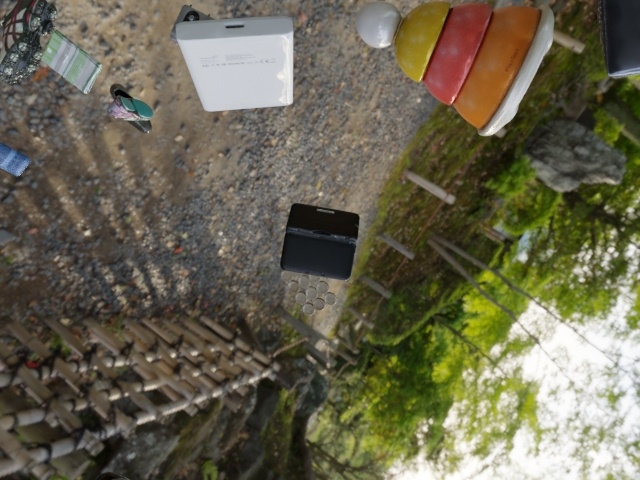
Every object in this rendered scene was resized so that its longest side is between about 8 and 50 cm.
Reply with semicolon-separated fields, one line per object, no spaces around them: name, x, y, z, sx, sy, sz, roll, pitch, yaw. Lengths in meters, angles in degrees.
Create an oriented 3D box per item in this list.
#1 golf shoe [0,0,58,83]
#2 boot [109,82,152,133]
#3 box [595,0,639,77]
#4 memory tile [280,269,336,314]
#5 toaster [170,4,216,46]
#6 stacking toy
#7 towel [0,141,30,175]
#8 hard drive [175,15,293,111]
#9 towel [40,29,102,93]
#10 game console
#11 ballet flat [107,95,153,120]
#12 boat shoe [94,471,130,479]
golf shoe;-0.876;-0.588;1.597;0.272;0.120;0.105;-64;167;-4
boot;-0.720;-0.493;2.078;0.082;0.219;0.106;-39;-154;-5
box;0.523;-0.518;0.741;0.472;0.298;0.479;-43;124;-54
memory tile;-0.033;0.125;1.471;0.113;0.148;0.012;-30;-174;27
toaster;-0.317;-0.571;1.582;0.110;0.168;0.186;-59;168;3
stacking toy;0.322;-0.518;1.443;0.350;0.480;0.350;24;90;-88
towel;-0.875;-0.230;1.518;0.067;0.029;0.119;-48;140;5
hard drive;-0.180;-0.395;1.264;0.353;0.233;0.047;107;-23;-80
towel;-0.709;-0.503;1.555;0.113;0.152;0.023;-45;-163;29
game console;0.000;0.000;0.942;0.107;0.122;0.071;-80;-179;-50
ballet flat;-0.634;-0.428;1.805;0.079;0.076;0.221;-24;-176;10
boat shoe;-0.396;0.510;1.069;0.084;0.079;0.233;-37;-168;-30
